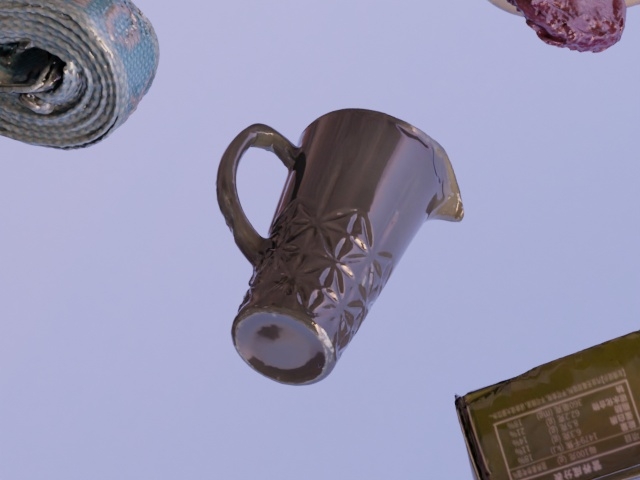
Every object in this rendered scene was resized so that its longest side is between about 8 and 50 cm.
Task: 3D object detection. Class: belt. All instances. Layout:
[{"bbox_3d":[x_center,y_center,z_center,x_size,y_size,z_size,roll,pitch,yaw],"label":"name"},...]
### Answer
[{"bbox_3d":[-0.207,-0.135,1.213,0.163,0.147,0.082,-23,-158,41],"label":"belt"}]

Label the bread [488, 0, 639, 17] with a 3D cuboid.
[{"bbox_3d":[0.352,-0.451,1.966,0.424,0.329,0.245,-30,-114,27],"label":"bread"}]

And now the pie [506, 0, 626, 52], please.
[{"bbox_3d":[0.216,-0.234,1.488,0.036,0.154,0.154,-47,-150,43],"label":"pie"}]

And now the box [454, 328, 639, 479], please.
[{"bbox_3d":[0.394,0.162,1.635,0.420,0.373,0.138,-21,-107,21],"label":"box"}]

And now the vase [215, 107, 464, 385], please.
[{"bbox_3d":[0.000,0.000,1.598,0.156,0.251,0.301,-54,-173,44],"label":"vase"}]
